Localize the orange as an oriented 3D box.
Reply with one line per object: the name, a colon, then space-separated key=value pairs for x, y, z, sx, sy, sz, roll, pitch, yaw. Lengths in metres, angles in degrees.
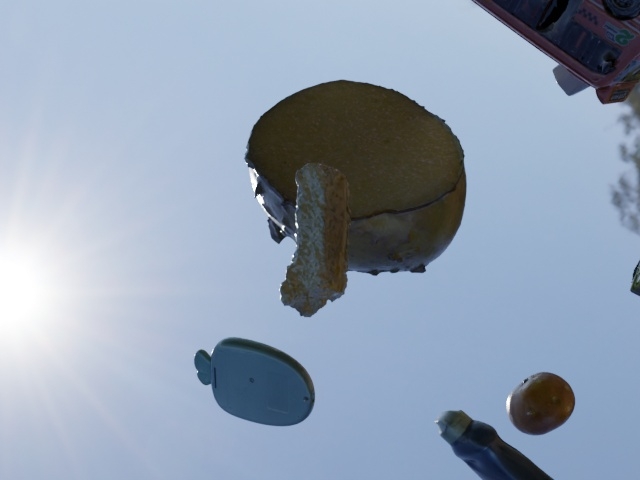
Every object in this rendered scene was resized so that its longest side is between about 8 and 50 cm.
orange: x=0.488 y=0.361 z=2.474 sx=0.124 sy=0.156 sz=0.156 roll=63 pitch=-152 yaw=-1

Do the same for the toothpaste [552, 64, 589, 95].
toothpaste: x=0.643 y=-0.420 z=2.245 sx=0.080 sy=0.371 sz=0.125 roll=37 pitch=-145 yaw=-32

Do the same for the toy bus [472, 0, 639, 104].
toy bus: x=0.474 y=-0.459 z=2.105 sx=0.427 sy=0.233 sz=0.203 roll=43 pitch=-147 yaw=25

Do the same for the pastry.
pastry: x=-0.004 y=-0.003 z=1.838 sx=0.089 sy=0.258 sz=0.121 roll=-7 pitch=161 yaw=39

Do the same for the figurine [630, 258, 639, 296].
figurine: x=0.597 y=0.003 z=1.568 sx=0.342 sy=0.285 sz=0.167 roll=-41 pitch=-99 yaw=-22

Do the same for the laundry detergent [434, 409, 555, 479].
laundry detergent: x=0.352 y=0.448 z=2.232 sx=0.290 sy=0.094 sz=0.143 roll=40 pitch=161 yaw=4

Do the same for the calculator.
calculator: x=-0.143 y=0.294 z=2.309 sx=0.295 sy=0.184 sz=0.042 roll=10 pitch=-158 yaw=28

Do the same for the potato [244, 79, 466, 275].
potato: x=0.077 y=-0.079 z=2.271 sx=0.442 sy=0.319 sz=0.385 roll=30 pitch=-122 yaw=30
